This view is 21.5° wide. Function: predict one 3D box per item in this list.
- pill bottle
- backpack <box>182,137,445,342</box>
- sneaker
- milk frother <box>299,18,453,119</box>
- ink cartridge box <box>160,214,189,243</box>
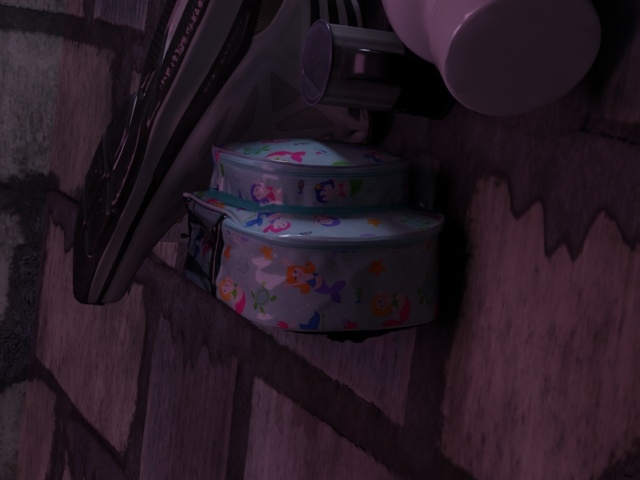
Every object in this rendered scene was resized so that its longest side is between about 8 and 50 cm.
[{"bbox_3d":[0.123,-0.255,1.410,0.318,0.176,0.176,-107,29,-43],"label":"pill bottle"},{"bbox_3d":[0.000,0.000,1.620,0.253,0.225,0.191,-143,54,-61],"label":"backpack"},{"bbox_3d":[-0.087,-0.084,1.778,0.447,0.257,0.169,-61,23,28],"label":"sneaker"},{"bbox_3d":[0.064,-0.198,1.610,0.129,0.134,0.143,149,123,-64],"label":"milk frother"},{"bbox_3d":[-0.156,-0.047,2.153,0.056,0.135,0.099,-147,63,-63],"label":"ink cartridge box"}]
